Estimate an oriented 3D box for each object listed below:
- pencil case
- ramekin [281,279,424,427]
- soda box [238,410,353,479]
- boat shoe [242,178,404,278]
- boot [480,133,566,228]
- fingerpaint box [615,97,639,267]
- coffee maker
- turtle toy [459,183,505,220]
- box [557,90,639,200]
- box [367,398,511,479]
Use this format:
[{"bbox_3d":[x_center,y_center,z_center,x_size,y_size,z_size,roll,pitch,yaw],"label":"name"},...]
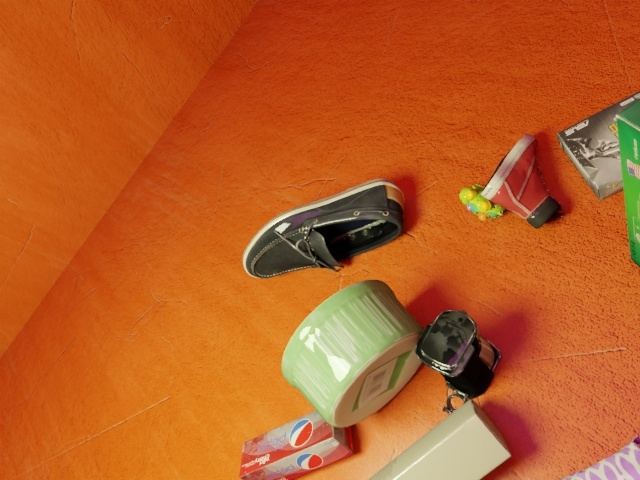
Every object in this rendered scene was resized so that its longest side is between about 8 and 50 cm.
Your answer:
[{"bbox_3d":[0.450,0.407,0.749,0.206,0.086,0.088,-33,21,14],"label":"pencil case"},{"bbox_3d":[0.083,0.245,0.969,0.303,0.303,0.148,-47,54,2],"label":"ramekin"},{"bbox_3d":[-0.057,0.477,1.052,0.263,0.083,0.092,-31,29,18],"label":"soda box"},{"bbox_3d":[0.000,0.000,1.254,0.499,0.187,0.156,-23,46,16],"label":"boat shoe"},{"bbox_3d":[0.491,-0.134,1.058,0.176,0.088,0.244,35,57,10],"label":"boot"},{"bbox_3d":[0.661,-0.127,0.671,0.371,0.444,0.163,-38,47,11],"label":"fingerpaint box"},{"bbox_3d":[0.271,0.244,0.907,0.120,0.178,0.171,-4,61,35],"label":"coffee maker"},{"bbox_3d":[0.387,-0.093,1.102,0.095,0.066,0.130,-13,42,-24],"label":"turtle toy"},{"bbox_3d":[0.666,-0.215,0.988,0.230,0.056,0.183,-27,50,20],"label":"box"},{"bbox_3d":[0.213,0.429,0.866,0.275,0.113,0.094,-41,79,9],"label":"box"}]
